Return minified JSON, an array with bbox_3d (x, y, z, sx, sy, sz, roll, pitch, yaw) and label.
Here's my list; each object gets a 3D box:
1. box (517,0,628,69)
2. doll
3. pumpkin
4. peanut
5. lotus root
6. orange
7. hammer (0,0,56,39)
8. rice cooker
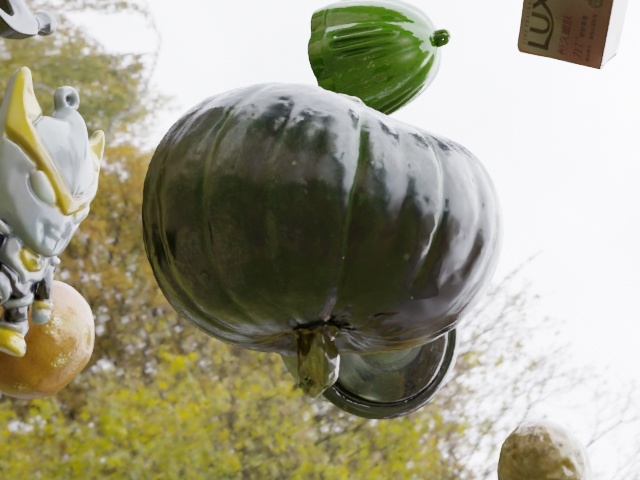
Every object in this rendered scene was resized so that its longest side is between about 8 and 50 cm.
[{"bbox_3d":[0.287,-0.278,1.199,0.111,0.060,0.156,21,-53,28],"label":"box"},{"bbox_3d":[-0.317,-0.036,1.166,0.103,0.145,0.316,-17,-126,51],"label":"doll"},{"bbox_3d":[0.000,0.000,0.739,0.250,0.250,0.216,-17,-111,49],"label":"pumpkin"},{"bbox_3d":[0.241,0.278,1.115,0.095,0.108,0.226,6,-44,31],"label":"peanut"},{"bbox_3d":[0.097,-0.249,1.412,0.186,0.186,0.186,20,-60,41],"label":"lotus root"},{"bbox_3d":[-0.352,0.125,1.322,0.156,0.156,0.124,-5,-53,48],"label":"orange"},{"bbox_3d":[-0.419,-0.393,1.325,0.037,0.137,0.290,-14,-82,22],"label":"hammer"},{"bbox_3d":[0.068,0.143,1.687,0.316,0.316,0.264,5,-102,46],"label":"rice cooker"}]
